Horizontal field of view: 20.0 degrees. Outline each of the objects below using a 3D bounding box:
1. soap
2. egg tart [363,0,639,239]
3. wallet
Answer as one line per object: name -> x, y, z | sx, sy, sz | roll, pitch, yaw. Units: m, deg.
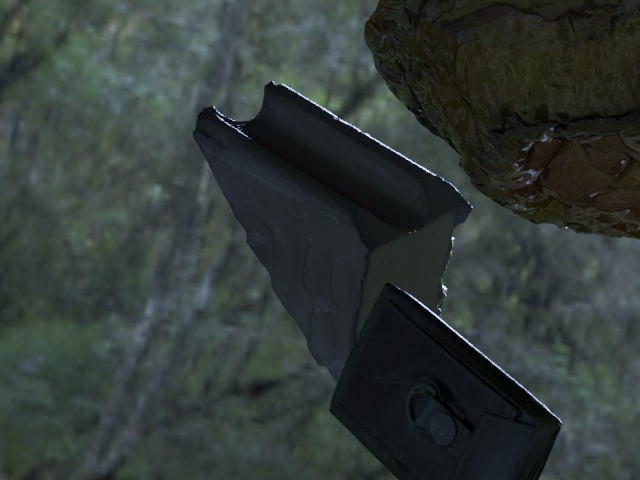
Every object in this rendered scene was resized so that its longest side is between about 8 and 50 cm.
soap -> 0.000, 0.000, 2.079 | 0.159, 0.258, 0.302 | -31, 52, -33
egg tart -> 0.196, -0.091, 1.130 | 0.352, 0.150, 0.352 | 6, -24, 3
wallet -> 0.111, 0.166, 1.732 | 0.236, 0.160, 0.055 | 39, 28, 31
